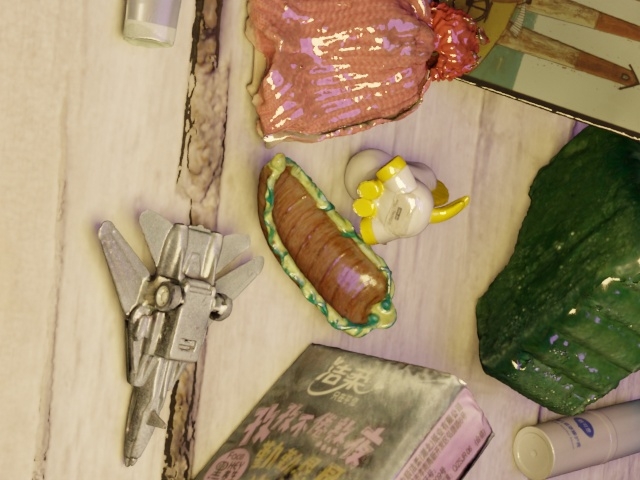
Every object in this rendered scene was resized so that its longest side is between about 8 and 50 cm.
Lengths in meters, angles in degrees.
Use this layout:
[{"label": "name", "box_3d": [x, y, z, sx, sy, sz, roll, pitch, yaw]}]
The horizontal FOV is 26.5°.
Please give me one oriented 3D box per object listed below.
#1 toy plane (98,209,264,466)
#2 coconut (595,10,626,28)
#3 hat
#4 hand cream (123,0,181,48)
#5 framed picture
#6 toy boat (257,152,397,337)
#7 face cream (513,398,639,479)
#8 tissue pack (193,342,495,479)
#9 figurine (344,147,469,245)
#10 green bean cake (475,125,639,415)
[{"label": "toy plane", "box_3d": [-0.159, 0.110, 1.416, 0.212, 0.088, 0.267, 15, 85, -40]}, {"label": "coconut", "box_3d": [0.353, -0.252, 1.765, 0.170, 0.171, 0.183, -20, 149, -37]}, {"label": "hat", "box_3d": [0.050, -0.227, 1.541, 0.286, 0.107, 0.237, -3, 97, -17]}, {"label": "hand cream", "box_3d": [-0.161, -0.326, 1.392, 0.079, 0.048, 0.255, 7, 89, -17]}, {"label": "framed picture", "box_3d": [0.302, -0.274, 1.665, 0.013, 0.323, 0.244, 72, 37, -79]}, {"label": "toy boat", "box_3d": [-0.009, -0.004, 1.529, 0.108, 0.099, 0.293, -55, 133, -22]}, {"label": "face cream", "box_3d": [0.380, 0.275, 1.895, 0.250, 0.077, 0.077, -6, 99, -40]}, {"label": "tissue pack", "box_3d": [-0.015, 0.277, 1.448, 0.361, 0.259, 0.122, -48, 126, -27]}, {"label": "figurine", "box_3d": [0.094, -0.056, 1.582, 0.129, 0.178, 0.109, 7, 106, -9]}, {"label": "green bean cake", "box_3d": [0.345, 0.032, 1.736, 0.169, 0.300, 0.308, 32, 33, -24]}]
